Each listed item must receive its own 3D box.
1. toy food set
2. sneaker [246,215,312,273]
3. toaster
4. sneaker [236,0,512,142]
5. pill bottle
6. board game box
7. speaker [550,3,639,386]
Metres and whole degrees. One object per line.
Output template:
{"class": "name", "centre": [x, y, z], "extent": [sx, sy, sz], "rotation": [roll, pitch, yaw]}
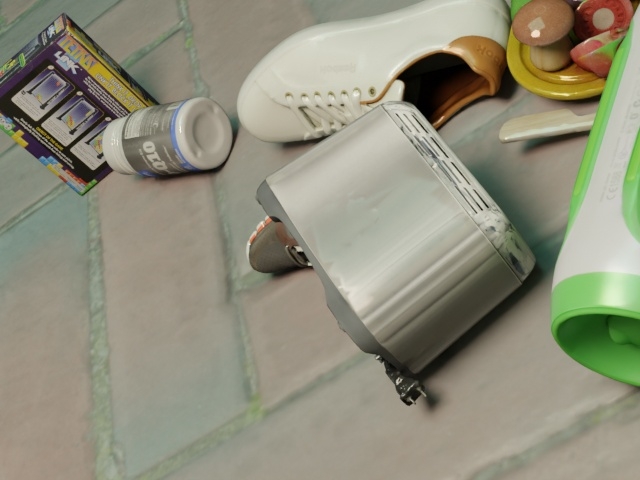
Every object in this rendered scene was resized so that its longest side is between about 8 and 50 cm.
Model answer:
{"class": "toy food set", "centre": [0.213, -0.190, 0.997], "extent": [0.128, 0.071, 0.218], "rotation": [-2, 55, 24]}
{"class": "sneaker", "centre": [0.000, 0.000, 1.061], "extent": [0.158, 0.061, 0.065], "rotation": [-27, 48, 24]}
{"class": "toaster", "centre": [0.063, -0.001, 0.933], "extent": [0.146, 0.129, 0.227], "rotation": [-39, 54, 6]}
{"class": "sneaker", "centre": [0.037, -0.138, 1.107], "extent": [0.290, 0.106, 0.123], "rotation": [-19, 43, 29]}
{"class": "pill bottle", "centre": [-0.169, -0.109, 1.297], "extent": [0.137, 0.078, 0.078], "rotation": [-5, 54, 41]}
{"class": "board game box", "centre": [-0.284, -0.153, 1.370], "extent": [0.141, 0.170, 0.048], "rotation": [-38, 37, 9]}
{"class": "speaker", "centre": [0.248, -0.053, 0.818], "extent": [0.131, 0.131, 0.296], "rotation": [-2, 56, 42]}
